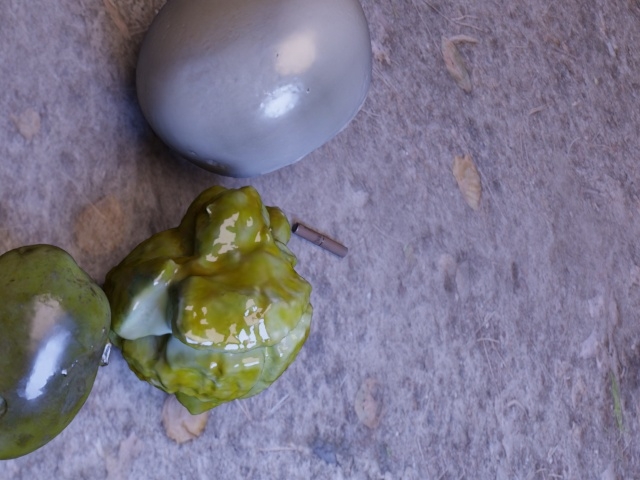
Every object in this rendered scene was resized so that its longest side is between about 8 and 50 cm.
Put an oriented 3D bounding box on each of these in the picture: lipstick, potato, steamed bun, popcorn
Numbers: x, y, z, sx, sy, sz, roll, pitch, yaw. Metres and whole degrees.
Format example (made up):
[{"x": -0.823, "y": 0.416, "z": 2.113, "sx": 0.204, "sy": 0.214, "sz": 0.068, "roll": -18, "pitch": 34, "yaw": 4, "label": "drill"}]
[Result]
[{"x": 0.000, "y": 0.000, "z": 1.570, "sx": 0.094, "sy": 0.019, "sz": 0.019, "roll": 26, "pitch": 63, "yaw": -27, "label": "lipstick"}, {"x": -0.334, "y": 0.127, "z": 1.190, "sx": 0.228, "sy": 0.149, "sz": 0.197, "roll": -46, "pitch": 133, "yaw": -17, "label": "potato"}, {"x": -0.094, "y": -0.246, "z": 1.386, "sx": 0.324, "sy": 0.324, "sz": 0.206, "roll": -61, "pitch": 140, "yaw": -31, "label": "steamed bun"}, {"x": -0.140, "y": 0.066, "z": 1.316, "sx": 0.277, "sy": 0.225, "sz": 0.276, "roll": 3, "pitch": 60, "yaw": -6, "label": "popcorn"}]
